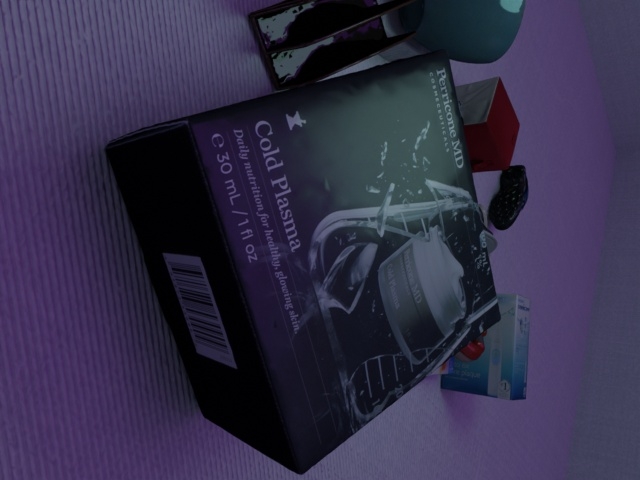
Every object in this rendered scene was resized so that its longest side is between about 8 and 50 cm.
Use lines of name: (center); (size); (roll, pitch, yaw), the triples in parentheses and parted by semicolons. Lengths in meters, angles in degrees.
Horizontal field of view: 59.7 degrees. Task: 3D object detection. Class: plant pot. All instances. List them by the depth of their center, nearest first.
plant pot: (0.292, -0.542, 1.256); (0.195, 0.290, 0.291); (-10, 99, -15)

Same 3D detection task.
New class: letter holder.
letter holder: (0.060, -0.414, 1.054); (0.301, 0.214, 0.152); (-32, 116, -26)

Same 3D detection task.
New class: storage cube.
storage cube: (0.455, -0.331, 1.638); (0.193, 0.183, 0.215); (48, 54, -39)

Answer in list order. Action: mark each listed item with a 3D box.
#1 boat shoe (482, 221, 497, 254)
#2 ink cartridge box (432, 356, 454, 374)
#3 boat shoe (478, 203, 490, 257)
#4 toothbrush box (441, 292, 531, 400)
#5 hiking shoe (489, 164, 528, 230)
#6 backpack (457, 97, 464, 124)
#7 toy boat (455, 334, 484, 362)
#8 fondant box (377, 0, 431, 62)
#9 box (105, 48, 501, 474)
boat shoe: (0.411, -0.049, 1.657); (0.302, 0.114, 0.091); (37, 21, -38)
ink cartridge box: (0.302, 0.314, 1.532); (0.181, 0.061, 0.105); (12, 80, -50)
boat shoe: (0.505, -0.015, 1.811); (0.064, 0.075, 0.206); (-15, 112, -7)
toothbrush box: (0.489, 0.304, 1.643); (0.126, 0.216, 0.296); (19, 75, -50)
hiking shoe: (0.690, -0.134, 1.983); (0.132, 0.113, 0.304); (56, 49, -33)
backpack: (0.302, -0.370, 1.498); (0.115, 0.151, 0.182); (-4, 81, -58)
toy boat: (0.369, 0.202, 1.492); (0.231, 0.151, 0.151); (41, 23, -6)
fondant box: (0.168, -0.587, 1.357); (0.330, 0.096, 0.239); (9, 83, -52)
box: (0.000, 0.000, 0.893); (0.471, 0.297, 0.481); (-27, 108, -36)
